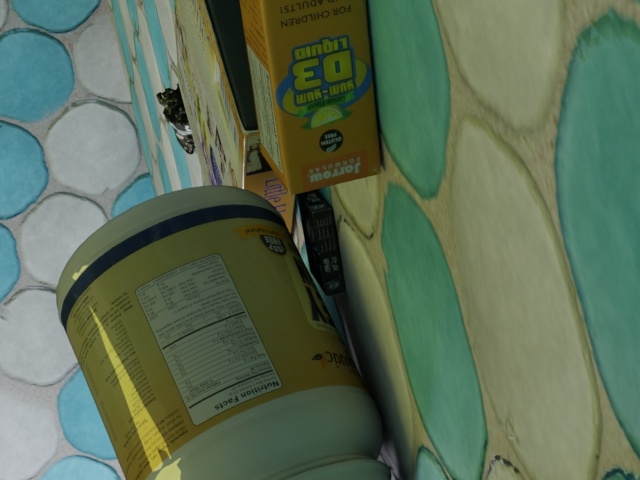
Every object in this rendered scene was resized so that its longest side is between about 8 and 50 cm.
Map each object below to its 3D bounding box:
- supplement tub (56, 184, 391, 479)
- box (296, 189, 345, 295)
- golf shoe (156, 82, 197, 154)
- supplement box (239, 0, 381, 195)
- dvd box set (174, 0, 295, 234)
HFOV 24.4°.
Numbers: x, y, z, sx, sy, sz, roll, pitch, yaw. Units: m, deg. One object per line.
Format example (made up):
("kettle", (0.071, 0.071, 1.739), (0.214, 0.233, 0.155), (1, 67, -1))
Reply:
("supplement tub", (-0.082, 0.135, 1.310), (0.228, 0.228, 0.316), (95, 152, -61))
("box", (0.000, 0.000, 1.332), (0.067, 0.018, 0.083), (-124, 23, -65))
("golf shoe", (-0.155, -0.153, 1.898), (0.093, 0.077, 0.198), (65, 178, -18))
("supplement box", (-0.011, -0.151, 1.020), (0.080, 0.078, 0.233), (-122, 20, -54))
("dvd box set", (-0.093, -0.150, 1.535), (0.420, 0.062, 0.307), (98, 157, -66))
